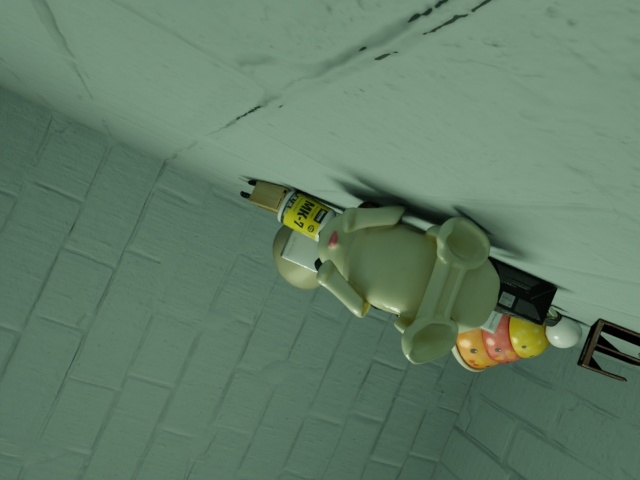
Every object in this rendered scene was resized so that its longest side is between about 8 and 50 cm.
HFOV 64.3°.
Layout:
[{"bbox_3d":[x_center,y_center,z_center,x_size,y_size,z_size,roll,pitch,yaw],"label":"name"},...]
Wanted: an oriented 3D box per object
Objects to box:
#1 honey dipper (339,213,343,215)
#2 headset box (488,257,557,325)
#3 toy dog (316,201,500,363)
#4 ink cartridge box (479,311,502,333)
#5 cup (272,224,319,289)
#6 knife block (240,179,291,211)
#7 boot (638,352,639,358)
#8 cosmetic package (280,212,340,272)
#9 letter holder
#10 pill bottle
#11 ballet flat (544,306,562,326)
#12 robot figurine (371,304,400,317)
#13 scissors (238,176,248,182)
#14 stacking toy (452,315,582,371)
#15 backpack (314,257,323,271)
[{"bbox_3d":[0.097,-0.074,1.647,0.031,0.030,0.161,24,175,-15],"label":"honey dipper"},{"bbox_3d":[0.476,0.130,1.417,0.218,0.110,0.293,24,178,2],"label":"headset box"},{"bbox_3d":[0.170,0.040,1.145,0.396,0.284,0.408,1,-164,-44],"label":"toy dog"},{"bbox_3d":[0.555,0.217,1.850,0.100,0.171,0.237,25,177,-18],"label":"ink cartridge box"},{"bbox_3d":[-0.011,0.033,2.262,0.331,0.331,0.237,25,151,-27],"label":"cup"},{"bbox_3d":[-0.205,-0.164,1.855,0.242,0.088,0.276,23,178,11],"label":"knife block"},{"bbox_3d":[1.222,0.434,1.847,0.119,0.042,0.087,20,-175,14],"label":"boot"},{"bbox_3d":[0.000,0.000,1.848,0.225,0.224,0.138,24,178,-5],"label":"cosmetic package"},{"bbox_3d":[0.952,0.367,1.604,0.215,0.152,0.302,21,177,27],"label":"letter holder"},{"bbox_3d":[-0.023,-0.069,1.654,0.209,0.119,0.119,27,178,11],"label":"pill bottle"},{"bbox_3d":[0.730,0.225,1.723,0.203,0.074,0.074,30,177,-8],"label":"ballet flat"},{"bbox_3d":[0.198,0.087,1.403,0.173,0.278,0.209,-138,27,-66],"label":"robot figurine"},{"bbox_3d":[-0.182,-0.187,2.023,0.297,0.021,0.109,26,180,-23],"label":"scissors"},{"bbox_3d":[0.782,0.353,2.019,0.351,0.350,0.480,25,157,-33],"label":"stacking toy"},{"bbox_3d":[0.183,0.091,1.688,0.273,0.290,0.355,65,-166,2],"label":"backpack"}]
